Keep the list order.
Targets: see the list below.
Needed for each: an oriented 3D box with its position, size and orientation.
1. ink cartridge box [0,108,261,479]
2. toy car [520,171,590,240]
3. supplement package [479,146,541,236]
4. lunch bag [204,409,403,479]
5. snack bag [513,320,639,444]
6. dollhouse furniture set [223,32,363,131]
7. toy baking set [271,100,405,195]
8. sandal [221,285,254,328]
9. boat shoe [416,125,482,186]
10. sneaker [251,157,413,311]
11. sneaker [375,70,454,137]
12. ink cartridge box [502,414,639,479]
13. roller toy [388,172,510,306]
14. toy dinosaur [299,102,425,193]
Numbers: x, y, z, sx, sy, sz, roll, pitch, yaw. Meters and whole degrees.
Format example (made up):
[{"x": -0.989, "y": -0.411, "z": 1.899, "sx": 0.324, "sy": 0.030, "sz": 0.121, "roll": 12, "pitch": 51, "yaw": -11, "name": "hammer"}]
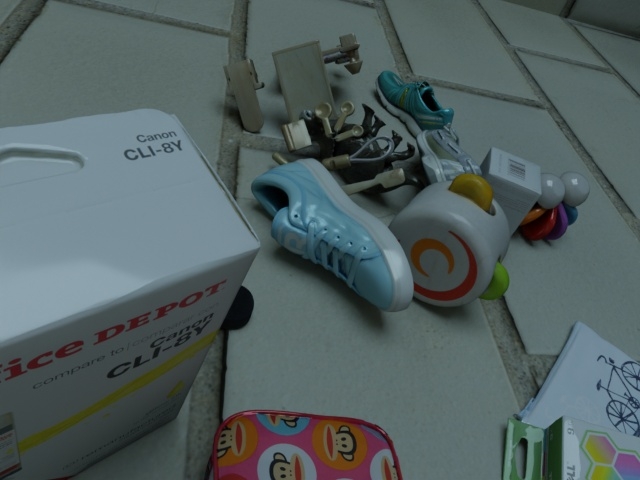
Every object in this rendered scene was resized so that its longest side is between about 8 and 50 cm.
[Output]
[{"x": -0.251, "y": 0.095, "z": 0.482, "sx": 0.279, "sy": 0.385, "sz": 0.160, "roll": -22, "pitch": 66, "yaw": -38, "name": "ink cartridge box"}, {"x": 0.479, "y": -0.067, "z": 1.158, "sx": 0.182, "sy": 0.159, "sz": 0.136, "roll": -6, "pitch": 83, "yaw": -27, "name": "toy car"}, {"x": 0.338, "y": -0.071, "z": 1.058, "sx": 0.105, "sy": 0.179, "sz": 0.105, "roll": 22, "pitch": 41, "yaw": 1, "name": "supplement package"}, {"x": 0.006, "y": 0.327, "z": 0.552, "sx": 0.258, "sy": 0.120, "sz": 0.293, "roll": 9, "pitch": 42, "yaw": -14, "name": "lunch bag"}, {"x": 0.510, "y": 0.298, "z": 0.847, "sx": 0.342, "sy": 0.037, "sz": 0.323, "roll": 38, "pitch": 45, "yaw": 19, "name": "snack bag"}, {"x": -0.044, "y": -0.367, "z": 1.308, "sx": 0.303, "sy": 0.174, "sz": 0.355, "roll": -13, "pitch": 15, "yaw": 5, "name": "dollhouse furniture set"}, {"x": 0.032, "y": -0.166, "z": 1.058, "sx": 0.256, "sy": 0.197, "sz": 0.030, "roll": 46, "pitch": 3, "yaw": 11, "name": "toy baking set"}, {"x": -0.221, "y": 0.076, "z": 0.773, "sx": 0.254, "sy": 0.054, "sz": 0.097, "roll": 2, "pitch": 45, "yaw": -20, "name": "sandal"}, {"x": 0.266, "y": -0.170, "z": 1.130, "sx": 0.103, "sy": 0.118, "sz": 0.320, "roll": -17, "pitch": 18, "yaw": 15, "name": "boat shoe"}, {"x": 0.000, "y": 0.000, "z": 0.902, "sx": 0.150, "sy": 0.135, "sz": 0.366, "roll": -18, "pitch": 46, "yaw": -26, "name": "sneaker"}, {"x": 0.247, "y": -0.362, "z": 1.382, "sx": 0.107, "sy": 0.110, "sz": 0.275, "roll": -14, "pitch": 52, "yaw": -33, "name": "sneaker"}, {"x": 0.361, "y": 0.308, "z": 0.723, "sx": 0.209, "sy": 0.062, "sz": 0.109, "roll": 16, "pitch": 53, "yaw": 7, "name": "ink cartridge box"}, {"x": 0.217, "y": 0.000, "z": 0.924, "sx": 0.146, "sy": 0.191, "sz": 0.209, "roll": -42, "pitch": 114, "yaw": -46, "name": "roller toy"}, {"x": 0.096, "y": -0.174, "z": 1.124, "sx": 0.313, "sy": 0.160, "sz": 0.121, "roll": 44, "pitch": 11, "yaw": 8, "name": "toy dinosaur"}]
